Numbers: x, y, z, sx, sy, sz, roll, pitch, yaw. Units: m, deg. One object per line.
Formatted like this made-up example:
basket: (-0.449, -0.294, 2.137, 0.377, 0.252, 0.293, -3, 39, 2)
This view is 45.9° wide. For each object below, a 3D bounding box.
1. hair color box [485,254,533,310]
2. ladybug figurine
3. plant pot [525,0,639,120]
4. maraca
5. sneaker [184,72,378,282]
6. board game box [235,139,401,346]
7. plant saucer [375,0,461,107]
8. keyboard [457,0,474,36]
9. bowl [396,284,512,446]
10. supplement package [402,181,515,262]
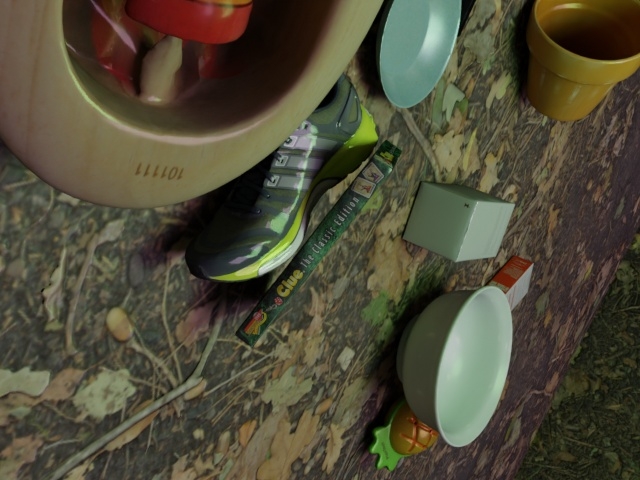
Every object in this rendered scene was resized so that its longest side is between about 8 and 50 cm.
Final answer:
hair color box: (0.416, 0.117, 1.710, 0.167, 0.053, 0.093, -38, 141, -40)
ladybug figurine: (-0.089, -0.232, 0.506, 0.305, 0.162, 0.449, 5, 125, -38)
plant pot: (0.453, -0.319, 1.337, 0.205, 0.205, 0.188, -48, 160, -27)
maraca: (0.166, 0.363, 1.456, 0.186, 0.099, 0.127, -35, 115, -26)
sneaker: (-0.052, -0.080, 0.817, 0.300, 0.111, 0.121, -54, 139, -29)
board game box: (0.000, 0.000, 0.870, 0.259, 0.030, 0.136, -52, -176, 18)
plant saucer: (0.120, -0.272, 0.991, 0.195, 0.037, 0.194, -35, 137, -40)
keyboard: (0.225, -0.396, 1.084, 0.100, 0.038, 0.192, 31, 83, -83)
bowl: (0.232, 0.215, 1.389, 0.298, 0.134, 0.297, -20, 115, -50)
supplement package: (0.236, -0.033, 1.272, 0.179, 0.105, 0.105, -2, 113, -57)
